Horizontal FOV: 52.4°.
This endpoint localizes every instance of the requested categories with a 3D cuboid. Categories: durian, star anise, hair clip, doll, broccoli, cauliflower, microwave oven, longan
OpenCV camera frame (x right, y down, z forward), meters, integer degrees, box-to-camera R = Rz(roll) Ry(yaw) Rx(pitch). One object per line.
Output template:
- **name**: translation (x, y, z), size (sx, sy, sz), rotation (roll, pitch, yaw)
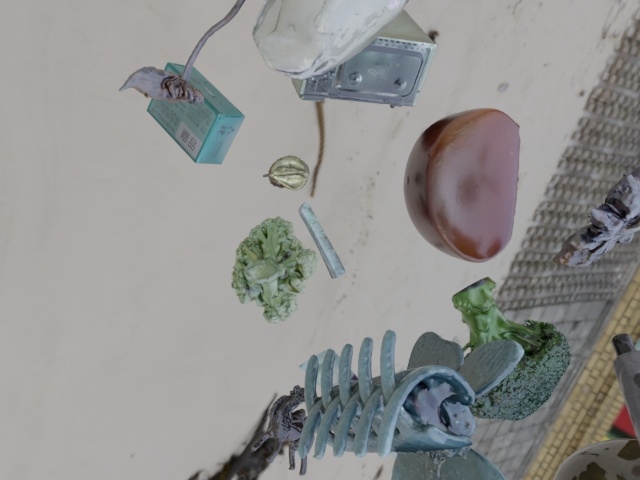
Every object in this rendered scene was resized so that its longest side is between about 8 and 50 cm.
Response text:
- **durian**: translation (-0.103, -0.189, 1.922), size (0.140, 0.110, 0.071), rotation (-7, 160, -11)
- **star anise**: translation (0.523, -0.044, 1.150), size (0.262, 0.081, 0.230), rotation (-52, 145, 14)
- **hair clip**: translation (0.129, 0.279, 1.024), size (0.318, 0.239, 0.391), rotation (-32, -139, 58)
- **doll**: translation (-0.059, 0.383, 1.334), size (0.139, 0.057, 0.165), rotation (35, 74, -34)
- **broccoli**: translation (0.366, 0.239, 1.385), size (0.298, 0.297, 0.297), rotation (-25, 169, -5)
- **cauliflower**: translation (-0.130, 0.095, 1.958), size (0.261, 0.281, 0.326), rotation (-9, 99, -19)
- **star anise**: translation (-0.226, -0.334, 1.101), size (0.148, 0.219, 0.227), rotation (11, 103, -45)
- **microwave oven**: translation (0.101, -0.589, 2.044), size (0.395, 0.333, 0.247), rotation (1, 131, -21)
- **longan**: translation (0.669, 0.582, 1.369), size (0.361, 0.361, 0.360), rotation (-42, 148, -33)

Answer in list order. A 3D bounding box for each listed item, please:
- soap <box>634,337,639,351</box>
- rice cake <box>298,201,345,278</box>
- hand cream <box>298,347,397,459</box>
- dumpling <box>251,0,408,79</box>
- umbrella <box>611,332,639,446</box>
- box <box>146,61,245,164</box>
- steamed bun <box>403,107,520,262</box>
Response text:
- **soap**: translation (0.842, 0.349, 1.539), size (0.208, 0.115, 0.346), rotation (-33, 125, -7)
- **rice cake**: translation (0.000, 0.000, 1.647), size (0.034, 0.210, 0.043), rotation (-27, 177, -19)
- **hand cream**: translation (0.100, 0.331, 1.241), size (0.085, 0.331, 0.058), rotation (-35, -168, 33)
- **dumpling**: translation (0.026, -0.472, 1.237), size (0.181, 0.260, 0.341), rotation (11, 122, -46)
- **umbrella**: translation (0.625, 0.328, 1.232), size (0.067, 0.073, 0.337), rotation (41, 35, -42)
- **box**: translation (-0.321, -0.324, 1.656), size (0.092, 0.245, 0.153), rotation (-6, 136, -51)
- **steamed bun**: translation (0.345, -0.142, 1.640), size (0.235, 0.249, 0.378), rotation (-145, -122, -76)
